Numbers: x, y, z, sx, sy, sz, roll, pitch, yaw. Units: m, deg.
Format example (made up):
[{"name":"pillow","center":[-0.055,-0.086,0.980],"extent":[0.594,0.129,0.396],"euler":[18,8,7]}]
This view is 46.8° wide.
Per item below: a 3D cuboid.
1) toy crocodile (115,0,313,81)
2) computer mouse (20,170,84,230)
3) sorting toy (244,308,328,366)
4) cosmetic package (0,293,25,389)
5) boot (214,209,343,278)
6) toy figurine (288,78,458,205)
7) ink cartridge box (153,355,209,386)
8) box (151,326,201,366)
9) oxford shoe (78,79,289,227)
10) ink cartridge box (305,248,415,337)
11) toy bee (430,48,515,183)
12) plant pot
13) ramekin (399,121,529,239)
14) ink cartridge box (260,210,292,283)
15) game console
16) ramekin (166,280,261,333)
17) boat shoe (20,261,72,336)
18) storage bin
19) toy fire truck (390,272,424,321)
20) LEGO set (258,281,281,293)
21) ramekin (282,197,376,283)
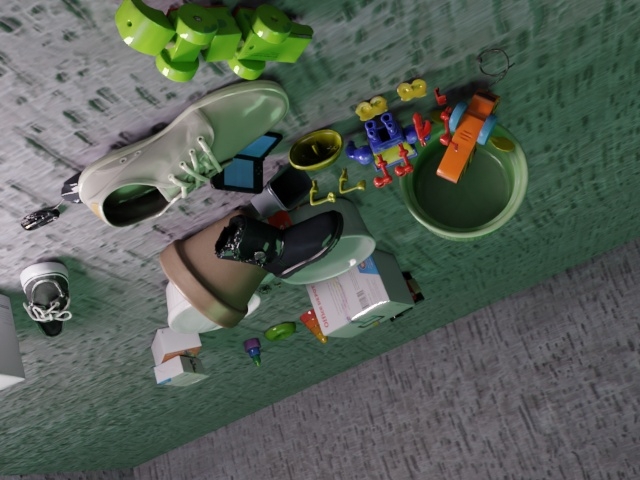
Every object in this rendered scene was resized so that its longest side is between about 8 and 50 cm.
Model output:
[{"name":"toy crocodile","center":[-0.159,-0.332,1.186],"extent":[0.341,0.105,0.115],"euler":[-10,155,-36]},{"name":"computer mouse","center":[-0.524,-0.073,1.517],"extent":[0.242,0.041,0.071],"euler":[-31,157,24]},{"name":"sorting toy","center":[-0.114,0.382,2.817],"extent":[0.366,0.126,0.127],"euler":[-25,158,8]},{"name":"cosmetic package","center":[-0.852,0.262,1.755],"extent":[0.224,0.224,0.138],"euler":[-24,157,8]},{"name":"boot","center":[-0.096,-0.009,1.663],"extent":[0.207,0.094,0.246],"euler":[22,134,-39]},{"name":"toy figurine","center":[0.136,-0.186,1.667],"extent":[0.363,0.191,0.217],"euler":[-24,163,10]},{"name":"ink cartridge box","center":[-0.463,0.441,2.482],"extent":[0.104,0.061,0.181],"euler":[-26,158,13]},{"name":"box","center":[-0.484,0.355,2.472],"extent":[0.130,0.091,0.170],"euler":[-10,156,-25]},{"name":"oxford shoe","center":[-0.251,-0.156,1.420],"extent":[0.449,0.130,0.169],"euler":[-29,145,1]},{"name":"ink cartridge box","center":[0.131,0.181,2.474],"extent":[0.270,0.198,0.197],"euler":[-31,157,25]},{"name":"toy bee","center":[0.371,-0.276,1.692],"extent":[0.298,0.195,0.162],"euler":[-46,173,27]},{"name":"plant pot","center":[-0.230,0.048,1.841],"extent":[0.229,0.263,0.263],"euler":[-45,154,6]},{"name":"ramekin","center":[0.350,-0.141,1.812],"extent":[0.304,0.303,0.148],"euler":[-24,165,6]},{"name":"ink cartridge box","center":[-0.131,0.012,1.920],"extent":[0.045,0.145,0.179],"euler":[-5,153,-39]},{"name":"game console","center":[-0.156,-0.168,1.575],"extent":[0.085,0.124,0.144],"euler":[-5,174,44]},{"name":"ramekin","center":[-0.315,0.155,2.114],"extent":[0.273,0.127,0.273],"euler":[-18,157,-8]},{"name":"boat shoe","center":[-0.673,0.155,1.824],"extent":[0.113,0.104,0.306],"euler":[-9,155,-27]},{"name":"storage bin","center":[-0.091,-0.108,1.711],"extent":[0.091,0.098,0.135],"euler":[-27,-166,41]},{"name":"toy fire truck","center":[0.224,0.221,2.753],"extent":[0.246,0.158,0.217],"euler":[-16,160,-40]},{"name":"LEGO set","center":[-0.164,0.161,2.395],"extent":[0.083,0.023,0.054],"euler":[-22,158,4]},{"name":"ramekin","center":[0.000,0.000,2.025],"extent":[0.277,0.135,0.277],"euler":[-18,157,-8]}]
